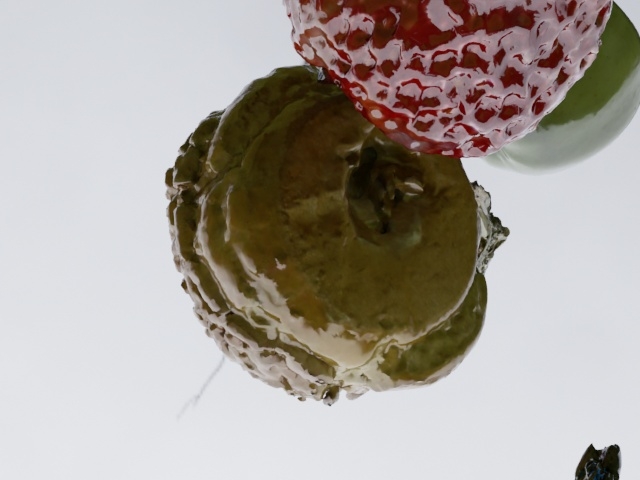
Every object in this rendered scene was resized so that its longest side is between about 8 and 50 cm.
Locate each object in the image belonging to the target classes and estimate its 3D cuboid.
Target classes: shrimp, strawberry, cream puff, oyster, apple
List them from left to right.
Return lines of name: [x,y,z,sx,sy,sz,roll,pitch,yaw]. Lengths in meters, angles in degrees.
cream puff: [0.000,0.000,1.217,0.343,0.231,0.327,43,-127,-20]
strawberry: [0.105,-0.224,1.031,0.291,0.310,0.292,-1,-102,7]
oyster: [0.242,-0.012,1.893,0.105,0.177,0.056,8,-153,43]
apple: [0.372,-0.283,2.098,0.357,0.357,0.357,3,-142,-2]
shrimp: [0.298,0.341,1.477,0.054,0.290,0.222,29,-155,13]
